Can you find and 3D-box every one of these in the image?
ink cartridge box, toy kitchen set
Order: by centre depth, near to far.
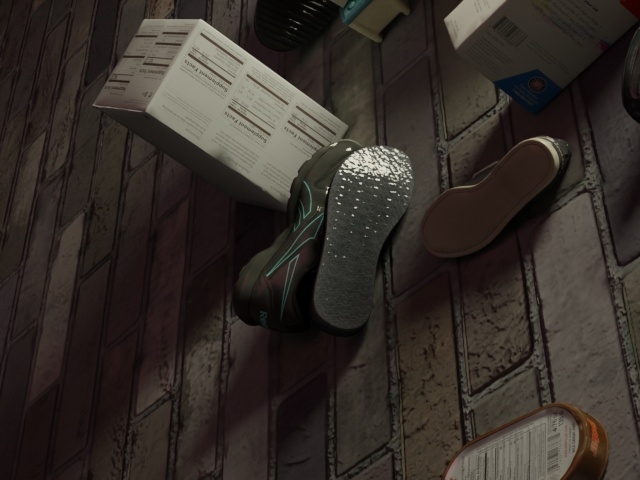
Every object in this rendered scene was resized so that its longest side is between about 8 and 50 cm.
[{"bbox_3d":[0.266,-0.266,1.697,0.231,0.134,0.078,-43,30,22],"label":"ink cartridge box"},{"bbox_3d":[0.079,-0.408,2.153,0.166,0.122,0.207,-43,31,24],"label":"toy kitchen set"}]

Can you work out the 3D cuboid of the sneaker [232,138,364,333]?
[{"bbox_3d":[0.000,0.000,1.908,0.106,0.101,0.267,19,75,39],"label":"sneaker"}]

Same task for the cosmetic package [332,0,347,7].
[{"bbox_3d":[0.023,-0.486,2.086,0.153,0.129,0.296,39,102,42],"label":"cosmetic package"}]

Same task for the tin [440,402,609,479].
[{"bbox_3d":[0.183,0.215,1.429,0.190,0.040,0.106,-33,32,37],"label":"tin"}]

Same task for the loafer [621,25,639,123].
[{"bbox_3d":[0.370,-0.214,1.540,0.223,0.076,0.078,-60,20,-15],"label":"loafer"}]

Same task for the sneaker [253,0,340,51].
[{"bbox_3d":[-0.015,-0.420,2.347,0.330,0.122,0.146,-66,11,-15],"label":"sneaker"}]

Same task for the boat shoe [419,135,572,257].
[{"bbox_3d":[0.193,-0.046,1.683,0.206,0.075,0.065,-40,-11,38],"label":"boat shoe"}]

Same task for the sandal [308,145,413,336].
[{"bbox_3d":[0.038,-0.003,1.834,0.054,0.097,0.254,120,172,-65],"label":"sandal"}]

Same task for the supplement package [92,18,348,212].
[{"bbox_3d":[-0.138,-0.168,2.091,0.145,0.262,0.204,-60,28,-9],"label":"supplement package"}]
